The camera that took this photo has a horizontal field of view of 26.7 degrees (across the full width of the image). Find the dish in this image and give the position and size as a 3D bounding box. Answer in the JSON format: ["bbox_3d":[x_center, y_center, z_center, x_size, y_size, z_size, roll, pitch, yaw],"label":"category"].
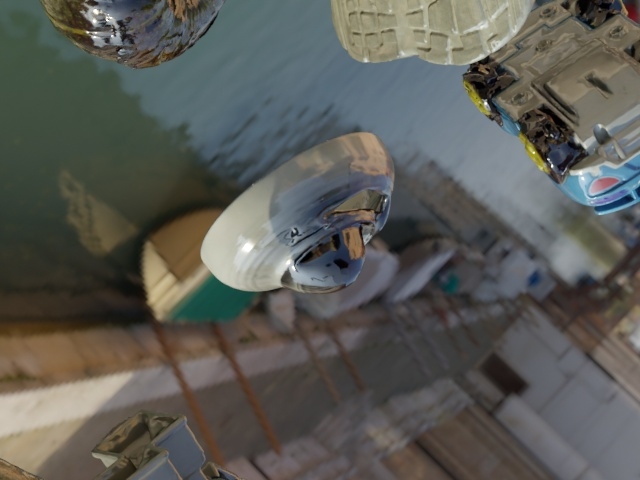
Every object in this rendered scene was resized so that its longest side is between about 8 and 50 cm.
[{"bbox_3d":[0.000,0.000,1.683,0.273,0.134,0.273,-32,163,-11],"label":"dish"}]

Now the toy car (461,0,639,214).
[{"bbox_3d":[0.288,-0.151,1.454,0.198,0.166,0.314,-34,-148,1],"label":"toy car"}]

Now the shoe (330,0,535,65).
[{"bbox_3d":[0.122,-0.224,1.264,0.227,0.099,0.125,3,-158,44],"label":"shoe"}]

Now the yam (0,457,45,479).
[{"bbox_3d":[-0.271,0.249,1.203,0.093,0.259,0.093,-47,-156,27],"label":"yam"}]

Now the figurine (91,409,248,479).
[{"bbox_3d":[-0.135,0.338,1.430,0.167,0.285,0.342,-20,-160,40],"label":"figurine"}]

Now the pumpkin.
[{"bbox_3d":[-0.181,-0.288,1.368,0.238,0.159,0.238,-30,133,-39],"label":"pumpkin"}]
